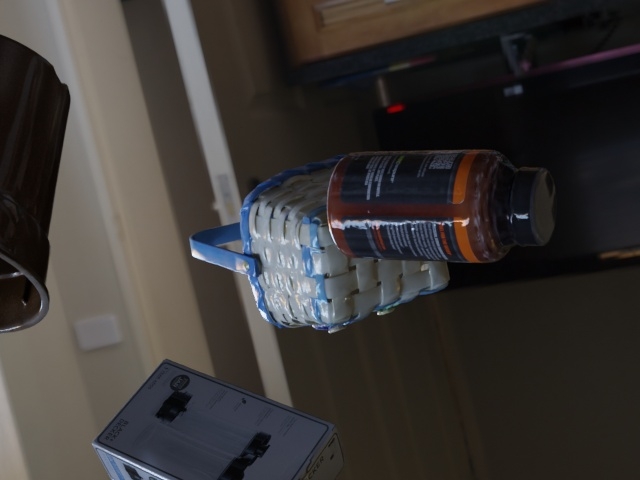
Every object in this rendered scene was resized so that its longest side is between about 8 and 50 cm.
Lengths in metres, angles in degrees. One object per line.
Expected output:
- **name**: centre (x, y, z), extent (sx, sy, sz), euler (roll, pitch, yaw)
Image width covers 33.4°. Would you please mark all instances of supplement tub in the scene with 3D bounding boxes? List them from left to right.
- **supplement tub**: centre (0.112, -0.031, 0.984), extent (0.198, 0.106, 0.106), euler (2, -167, 30)

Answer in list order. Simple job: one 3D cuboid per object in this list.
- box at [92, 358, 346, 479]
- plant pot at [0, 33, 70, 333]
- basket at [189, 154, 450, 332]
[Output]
- **box**: centre (-0.133, 0.281, 1.405), extent (0.290, 0.087, 0.169), euler (15, -132, 29)
- **plant pot**: centre (-0.248, -0.044, 0.724), extent (0.167, 0.165, 0.167), euler (6, 151, 4)
- **basket**: centre (0.000, 0.000, 1.327), extent (0.255, 0.201, 0.289), euler (-17, -158, -26)
